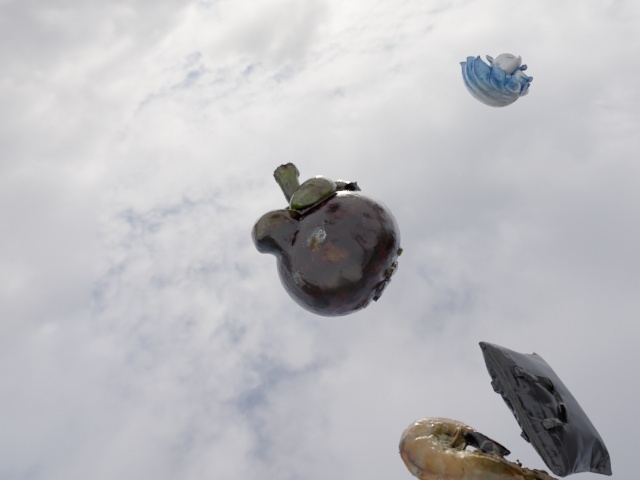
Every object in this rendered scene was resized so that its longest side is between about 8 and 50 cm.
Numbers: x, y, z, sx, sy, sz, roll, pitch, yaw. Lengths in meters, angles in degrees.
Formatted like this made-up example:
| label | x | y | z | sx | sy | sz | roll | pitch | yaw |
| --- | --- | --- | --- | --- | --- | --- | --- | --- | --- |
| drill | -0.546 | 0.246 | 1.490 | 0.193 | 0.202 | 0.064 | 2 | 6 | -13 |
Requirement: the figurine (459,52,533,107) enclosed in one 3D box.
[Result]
| label | x | y | z | sx | sy | sz | roll | pitch | yaw |
| --- | --- | --- | --- | --- | --- | --- | --- | --- | --- |
| figurine | 0.252 | -0.242 | 0.697 | 0.114 | 0.079 | 0.114 | 18 | -147 | -13 |

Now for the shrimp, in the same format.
| label | x | y | z | sx | sy | sz | roll | pitch | yaw |
| --- | --- | --- | --- | --- | --- | --- | --- | --- | --- |
| shrimp | 0.291 | 0.404 | 0.892 | 0.288 | 0.062 | 0.152 | 8 | -152 | 5 |

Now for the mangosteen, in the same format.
| label | x | y | z | sx | sy | sz | roll | pitch | yaw |
| --- | --- | --- | --- | --- | --- | --- | --- | --- | --- |
| mangosteen | 0.006 | 0.008 | 0.585 | 0.184 | 0.172 | 0.172 | 19 | -120 | -5 |

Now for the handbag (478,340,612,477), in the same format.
| label | x | y | z | sx | sy | sz | roll | pitch | yaw |
| --- | --- | --- | --- | --- | --- | --- | --- | --- | --- |
| handbag | 0.406 | 0.300 | 0.868 | 0.088 | 0.211 | 0.254 | -48 | -139 | 29 |
